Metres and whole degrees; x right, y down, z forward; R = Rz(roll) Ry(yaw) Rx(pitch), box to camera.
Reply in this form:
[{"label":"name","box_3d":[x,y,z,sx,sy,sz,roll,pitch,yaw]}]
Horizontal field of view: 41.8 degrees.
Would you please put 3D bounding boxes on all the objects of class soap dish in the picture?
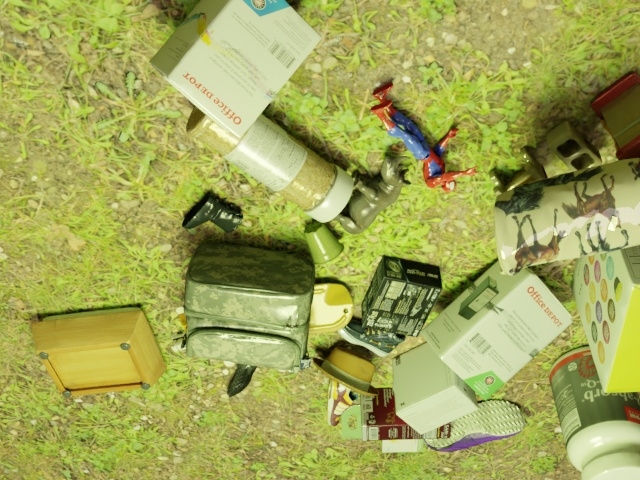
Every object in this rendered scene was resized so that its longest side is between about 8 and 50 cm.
[{"label":"soap dish","box_3d":[-0.564,0.290,2.136,0.290,0.118,0.229,-7,131,5]}]

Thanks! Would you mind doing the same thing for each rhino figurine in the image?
[{"label":"rhino figurine","box_3d":[0.112,-0.103,1.807,0.106,0.073,0.243,33,123,-21]}]

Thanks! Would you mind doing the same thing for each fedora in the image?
[{"label":"fedora","box_3d":[0.076,0.328,2.163,0.194,0.194,0.079,27,92,-22]}]

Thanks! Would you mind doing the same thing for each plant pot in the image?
[{"label":"plant pot","box_3d":[0.000,0.000,1.904,0.083,0.083,0.079,-21,116,18]}]

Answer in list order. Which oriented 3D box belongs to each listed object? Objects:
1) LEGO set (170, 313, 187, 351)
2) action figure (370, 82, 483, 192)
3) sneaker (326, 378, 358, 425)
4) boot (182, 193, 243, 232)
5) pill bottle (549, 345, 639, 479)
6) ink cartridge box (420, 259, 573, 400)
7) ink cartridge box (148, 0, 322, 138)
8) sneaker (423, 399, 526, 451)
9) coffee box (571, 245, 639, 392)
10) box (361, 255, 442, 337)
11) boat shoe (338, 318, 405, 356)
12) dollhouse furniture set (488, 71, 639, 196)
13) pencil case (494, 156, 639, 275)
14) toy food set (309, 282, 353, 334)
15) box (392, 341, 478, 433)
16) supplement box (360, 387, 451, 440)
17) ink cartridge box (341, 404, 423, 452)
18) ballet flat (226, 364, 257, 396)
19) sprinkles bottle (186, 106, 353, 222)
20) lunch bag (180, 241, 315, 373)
[{"label":"LEGO set","box_3d":[-0.290,0.226,2.091,0.227,0.093,0.087,-16,130,14]},{"label":"action figure","box_3d":[0.231,-0.204,1.699,0.139,0.091,0.280,-19,130,28]},{"label":"sneaker","box_3d":[0.061,0.449,2.305,0.083,0.070,0.185,3,133,5]},{"label":"boot","box_3d":[-0.240,-0.047,1.881,0.099,0.045,0.121,31,125,-29]},{"label":"pill bottle","box_3d":[0.714,0.463,2.114,0.210,0.363,0.210,0,132,0]},{"label":"ink cartridge box","box_3d":[0.419,0.204,1.984,0.289,0.121,0.211,-43,122,5]},{"label":"ink cartridge box","box_3d":[-0.155,-0.334,1.478,0.171,0.168,0.233,40,91,-30]},{"label":"sneaker","box_3d":[0.428,0.532,2.366,0.293,0.102,0.146,-9,151,-2]},{"label":"coffee box","box_3d":[0.765,0.094,1.801,0.338,0.334,0.338,-2,132,3]},{"label":"box","box_3d":[0.193,0.137,2.017,0.147,0.077,0.180,11,131,-9]},{"label":"boat shoe","box_3d":[0.128,0.226,2.113,0.183,0.065,0.083,29,124,-30]},{"label":"dollhouse furniture set","box_3d":[0.543,-0.139,1.684,0.152,0.201,0.374,36,122,-28]},{"label":"pencil case","box_3d":[0.514,-0.045,1.538,0.410,0.160,0.184,-13,118,19]},{"label":"toy food set","box_3d":[-0.028,0.159,2.055,0.217,0.071,0.128,-6,107,3]},{"label":"box","box_3d":[0.291,0.368,2.154,0.182,0.181,0.119,-31,125,25]},{"label":"supplement box","box_3d":[0.230,0.471,2.282,0.239,0.130,0.073,-2,131,2]},{"label":"ink cartridge box","box_3d":[0.179,0.538,2.396,0.235,0.056,0.171,-2,133,0]},{"label":"ballet flat","box_3d":[-0.215,0.366,2.259,0.057,0.049,0.173,-22,151,-45]},{"label":"sprinkles bottle","box_3d":[-0.099,-0.173,1.713,0.355,0.121,0.121,33,124,-26]},{"label":"lunch bag","box_3d":[-0.161,0.169,1.922,0.305,0.212,0.256,7,118,-2]}]
